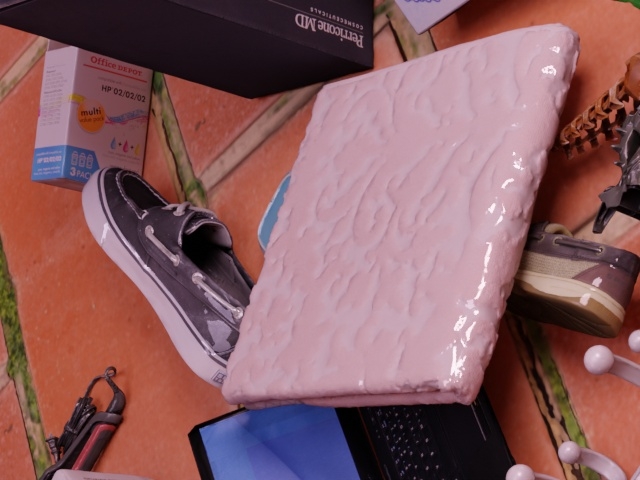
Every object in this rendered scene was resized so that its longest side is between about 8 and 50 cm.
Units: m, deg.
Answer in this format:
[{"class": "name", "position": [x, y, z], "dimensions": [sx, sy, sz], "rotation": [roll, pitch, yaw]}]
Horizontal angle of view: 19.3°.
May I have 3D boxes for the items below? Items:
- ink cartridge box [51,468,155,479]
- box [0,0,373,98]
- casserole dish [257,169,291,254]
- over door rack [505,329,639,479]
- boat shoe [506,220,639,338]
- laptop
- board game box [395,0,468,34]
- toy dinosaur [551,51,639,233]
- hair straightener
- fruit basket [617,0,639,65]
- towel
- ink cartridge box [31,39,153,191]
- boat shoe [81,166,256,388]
[{"class": "ink cartridge box", "position": [-0.185, 0.399, 1.799], "dimensions": [0.306, 0.131, 0.226], "rotation": [46, 114, 42]}, {"class": "box", "position": [-0.123, -0.328, 1.747], "dimensions": [0.179, 0.343, 0.312], "rotation": [-11, 72, 44]}, {"class": "casserole dish", "position": [0.000, 0.000, 1.763], "dimensions": [0.188, 0.037, 0.114], "rotation": [45, 113, 44]}, {"class": "over door rack", "position": [0.177, 0.208, 1.338], "dimensions": [0.108, 0.324, 0.239], "rotation": [29, 109, 1]}, {"class": "boat shoe", "position": [0.183, 0.022, 1.533], "dimensions": [0.073, 0.080, 0.223], "rotation": [-52, 28, -10]}, {"class": "laptop", "position": [0.023, 0.188, 1.612], "dimensions": [0.264, 0.137, 0.234], "rotation": [-55, 46, 43]}, {"class": "board game box", "position": [0.105, -0.376, 1.561], "dimensions": [0.318, 0.066, 0.319], "rotation": [55, 138, -3]}, {"class": "toy dinosaur", "position": [0.301, -0.094, 1.406], "dimensions": [0.322, 0.164, 0.218], "rotation": [134, 152, -68]}, {"class": "hair straightener", "position": [-0.275, 0.225, 2.001], "dimensions": [0.089, 0.047, 0.230], "rotation": [43, 112, 44]}, {"class": "fruit basket", "position": [0.293, -0.334, 1.290], "dimensions": [0.327, 0.165, 0.353], "rotation": [122, 160, -70]}, {"class": "towel", "position": [0.065, -0.010, 1.591], "dimensions": [0.317, 0.053, 0.331], "rotation": [-10, 56, 51]}, {"class": "ink cartridge box", "position": [-0.241, -0.144, 2.011], "dimensions": [0.062, 0.104, 0.181], "rotation": [-4, 78, 47]}, {"class": "boat shoe", "position": [-0.134, 0.011, 1.856], "dimensions": [0.102, 0.108, 0.301], "rotation": [-55, 49, 23]}]
